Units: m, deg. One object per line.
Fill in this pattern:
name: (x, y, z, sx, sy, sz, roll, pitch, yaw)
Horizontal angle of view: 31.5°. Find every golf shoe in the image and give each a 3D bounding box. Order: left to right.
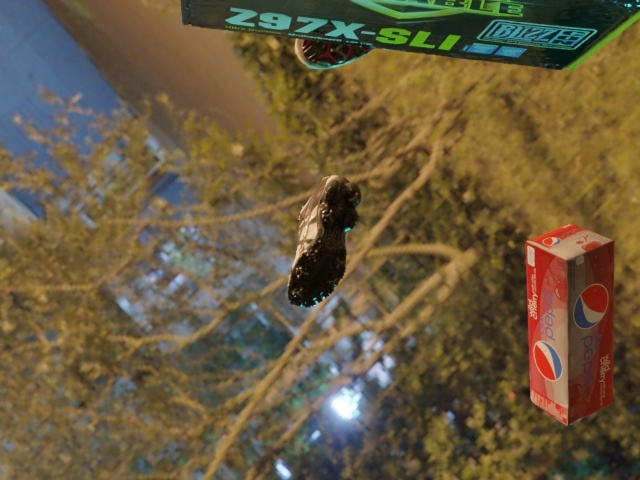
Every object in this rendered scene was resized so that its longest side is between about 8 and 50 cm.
golf shoe: (0.000, 0.000, 1.632, 0.077, 0.198, 0.094, 19, -170, -23)
golf shoe: (0.035, -0.213, 1.053, 0.067, 0.186, 0.086, 49, 150, -11)

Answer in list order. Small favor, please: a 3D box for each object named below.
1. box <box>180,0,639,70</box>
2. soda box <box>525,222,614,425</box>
box: (0.063, -0.200, 0.788, 0.322, 0.079, 0.257, 6, 175, -6)
soda box: (0.346, 0.116, 1.568, 0.083, 0.092, 0.263, 30, 133, 51)
